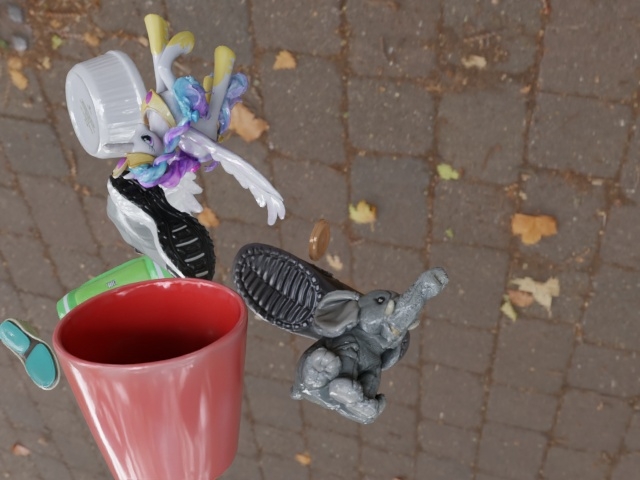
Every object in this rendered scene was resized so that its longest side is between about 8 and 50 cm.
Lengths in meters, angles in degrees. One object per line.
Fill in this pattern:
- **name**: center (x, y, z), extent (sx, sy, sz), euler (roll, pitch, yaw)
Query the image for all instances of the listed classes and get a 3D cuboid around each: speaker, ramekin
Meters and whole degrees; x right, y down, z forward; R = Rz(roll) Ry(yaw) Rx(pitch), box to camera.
- **speaker**: center (-0.496, 0.134, 2.083), extent (0.297, 0.131, 0.131), euler (-26, 129, -1)
- **ramekin**: center (-0.525, -0.325, 2.053), extent (0.273, 0.127, 0.272), euler (34, 133, 45)

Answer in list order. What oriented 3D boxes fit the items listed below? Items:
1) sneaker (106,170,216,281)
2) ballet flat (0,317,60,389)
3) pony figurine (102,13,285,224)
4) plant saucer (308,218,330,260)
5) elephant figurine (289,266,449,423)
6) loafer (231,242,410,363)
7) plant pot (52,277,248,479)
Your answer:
- **sneaker**: center (-0.281, -0.007, 1.467), extent (0.271, 0.100, 0.108), euler (45, 132, 23)
- **ballet flat**: center (-0.667, 0.267, 1.978), extent (0.248, 0.086, 0.086), euler (40, 150, 31)
- **pony figurine**: center (-0.243, -0.194, 1.562), extent (0.303, 0.363, 0.351), euler (-9, 146, 30)
- **plant saucer**: center (0.000, 0.000, 1.612), extent (0.013, 0.083, 0.083), euler (15, 141, 20)
- **elephant figurine**: center (0.070, 0.146, 1.284), extent (0.186, 0.239, 0.169), euler (21, 157, 18)
- **loafer**: center (-0.005, 0.125, 1.596), extent (0.366, 0.133, 0.130), euler (31, -175, 1)
- **plant pot**: center (-0.231, 0.219, 1.232), extent (0.275, 0.275, 0.243), euler (4, 114, 21)
